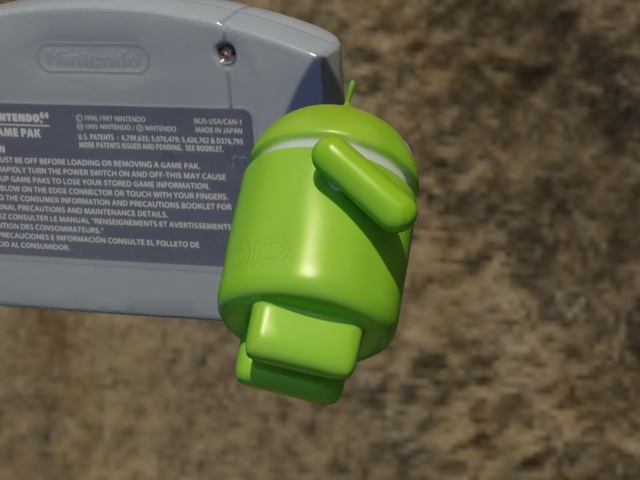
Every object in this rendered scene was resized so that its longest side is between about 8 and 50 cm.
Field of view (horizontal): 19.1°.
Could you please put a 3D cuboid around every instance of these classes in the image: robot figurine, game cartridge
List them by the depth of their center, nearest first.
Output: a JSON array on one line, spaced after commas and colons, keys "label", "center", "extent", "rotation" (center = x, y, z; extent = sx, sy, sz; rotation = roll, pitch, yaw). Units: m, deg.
[{"label": "robot figurine", "center": [0.000, 0.000, 0.701], "extent": [0.101, 0.067, 0.115], "rotation": [109, 173, -62]}, {"label": "game cartridge", "center": [-0.121, -0.052, 1.147], "extent": [0.060, 0.294, 0.196], "rotation": [-47, -44, -59]}]
